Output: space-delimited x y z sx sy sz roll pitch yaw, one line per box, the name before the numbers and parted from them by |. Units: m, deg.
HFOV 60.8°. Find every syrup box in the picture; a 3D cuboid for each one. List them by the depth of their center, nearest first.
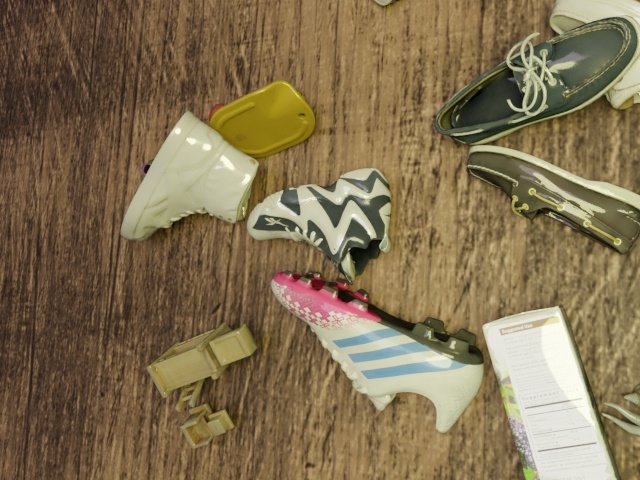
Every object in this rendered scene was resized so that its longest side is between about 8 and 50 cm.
syrup box | 0.277 0.202 0.648 0.096 0.093 0.237 -20 75 23

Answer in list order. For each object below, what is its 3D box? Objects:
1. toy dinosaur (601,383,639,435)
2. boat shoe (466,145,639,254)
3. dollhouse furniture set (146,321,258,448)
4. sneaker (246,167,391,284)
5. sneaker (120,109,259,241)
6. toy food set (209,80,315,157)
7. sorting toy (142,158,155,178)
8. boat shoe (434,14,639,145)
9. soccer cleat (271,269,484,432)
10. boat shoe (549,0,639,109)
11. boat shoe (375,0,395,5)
toy dinosaur | 0.431 0.237 0.508 0.160 0.313 0.121 -20 101 -1
boat shoe | 0.283 -0.055 0.686 0.227 0.081 0.069 25 90 24
dollhouse furniture set | -0.148 0.222 0.875 0.181 0.101 0.161 -23 98 21
sneaker | 0.000 0.000 0.810 0.234 0.094 0.153 -14 68 14
sneaker | -0.214 -0.059 0.908 0.292 0.169 0.108 -45 20 40
toy food set | -0.109 -0.201 0.885 0.217 0.128 0.071 -16 55 28
sorting toy | -0.306 -0.113 1.006 0.061 0.042 0.102 -33 70 19
boat shoe | 0.255 -0.193 0.674 0.254 0.079 0.095 -18 81 46
soccer cleat | 0.054 0.147 0.754 0.331 0.116 0.143 21 98 28
boat shoe | 0.381 -0.203 0.650 0.277 0.098 0.096 42 101 23
boat shoe | 0.084 -0.415 0.859 0.125 0.038 0.046 51 147 28
